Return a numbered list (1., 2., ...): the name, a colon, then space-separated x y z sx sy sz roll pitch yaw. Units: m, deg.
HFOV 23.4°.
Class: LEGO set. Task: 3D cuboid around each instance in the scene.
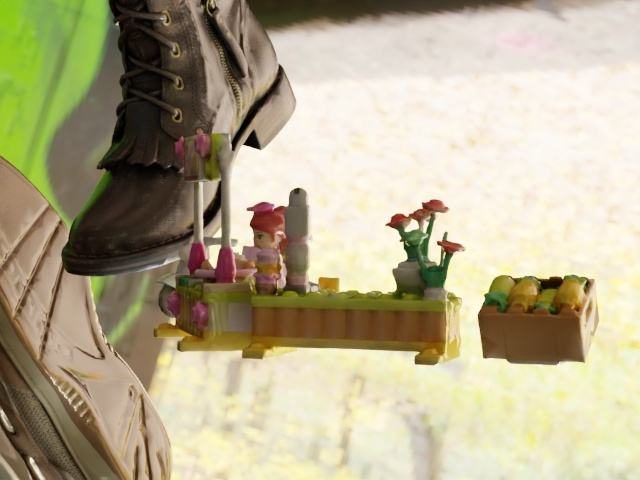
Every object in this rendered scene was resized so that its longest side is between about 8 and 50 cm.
1. LEGO set: 0.000 0.000 0.755 0.132 0.107 0.287 -1 -179 -37

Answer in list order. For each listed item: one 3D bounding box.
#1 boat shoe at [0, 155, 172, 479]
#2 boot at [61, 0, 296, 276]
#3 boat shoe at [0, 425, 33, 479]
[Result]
1. boat shoe: -0.228 0.084 1.169 0.110 0.121 0.341 -11 121 20
2. boot: -0.109 -0.129 0.925 0.091 0.263 0.229 0 126 26
3. boat shoe: -0.334 0.171 1.390 0.305 0.109 0.091 52 -179 30
